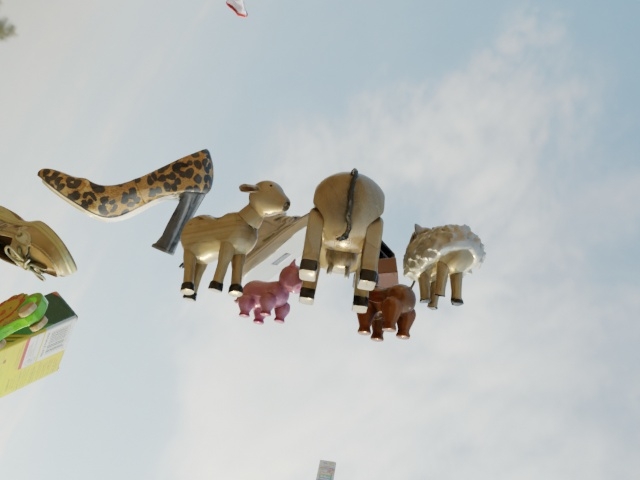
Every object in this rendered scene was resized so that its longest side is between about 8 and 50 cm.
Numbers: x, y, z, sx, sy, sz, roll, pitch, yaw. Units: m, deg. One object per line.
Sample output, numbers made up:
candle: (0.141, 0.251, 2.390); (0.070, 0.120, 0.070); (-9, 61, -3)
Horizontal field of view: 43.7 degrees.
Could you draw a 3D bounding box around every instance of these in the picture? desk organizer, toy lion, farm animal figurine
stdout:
desk organizer: (0.096, 0.037, 1.270); (0.050, 0.047, 0.130); (-5, -151, 4)
toy lion: (-0.395, 0.096, 1.026); (0.100, 0.034, 0.096); (-27, -154, 6)
farm animal figurine: (0.000, 0.000, 1.019); (0.327, 0.330, 0.172); (138, -36, -64)

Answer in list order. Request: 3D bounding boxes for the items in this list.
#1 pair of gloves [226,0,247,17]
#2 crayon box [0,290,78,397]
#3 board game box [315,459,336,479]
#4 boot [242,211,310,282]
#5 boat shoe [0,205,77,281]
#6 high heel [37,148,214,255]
pair of gloves: (-0.192, -0.469, 1.354); (0.023, 0.198, 0.159); (-45, 164, -14)
crayon box: (-0.651, 0.238, 1.563); (0.081, 0.318, 0.202); (46, -50, 16)
board game box: (0.001, 0.391, 1.148); (0.154, 0.026, 0.103); (-25, 122, -86)
boot: (-0.073, -0.026, 1.562); (0.258, 0.095, 0.123); (-33, -122, 27)
boat shoe: (-0.554, 0.016, 1.470); (0.285, 0.105, 0.089); (17, -136, 38)
high heel: (-0.315, -0.112, 1.318); (0.186, 0.261, 0.093); (-64, -174, -4)
